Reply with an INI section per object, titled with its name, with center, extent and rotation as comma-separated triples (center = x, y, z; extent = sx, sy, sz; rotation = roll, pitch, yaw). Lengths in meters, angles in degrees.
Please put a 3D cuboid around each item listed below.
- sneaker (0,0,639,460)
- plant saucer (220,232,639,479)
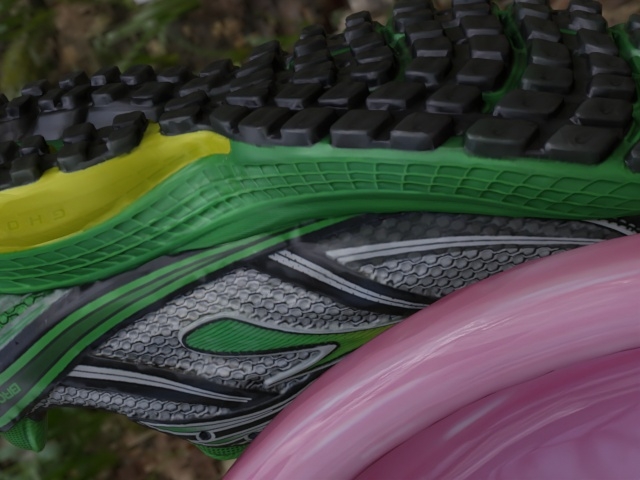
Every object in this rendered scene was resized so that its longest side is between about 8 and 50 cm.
[sneaker]
center = 0.000, 0.000, 0.615
extent = 0.134, 0.344, 0.146
rotation = -55, -48, -54
[plant saucer]
center = 0.116, 0.142, 0.436
extent = 0.084, 0.332, 0.332
rotation = -72, -39, -67
